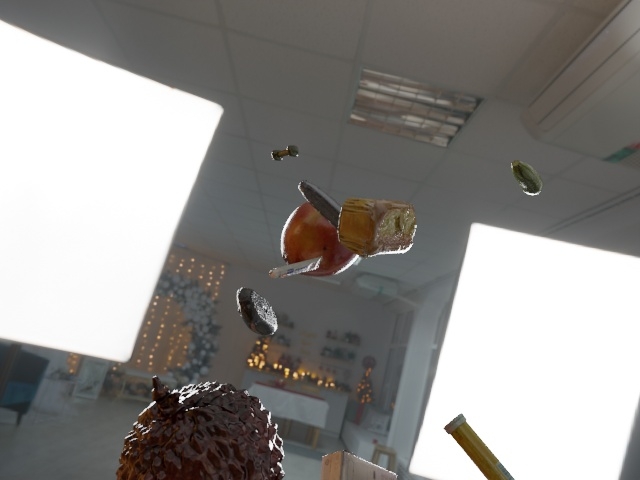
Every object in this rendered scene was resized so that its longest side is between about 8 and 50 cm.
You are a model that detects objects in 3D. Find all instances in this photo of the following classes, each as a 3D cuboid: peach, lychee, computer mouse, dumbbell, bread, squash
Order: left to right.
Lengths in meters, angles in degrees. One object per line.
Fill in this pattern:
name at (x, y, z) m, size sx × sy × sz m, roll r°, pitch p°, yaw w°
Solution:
lychee at (-0.316, 0.563, 1.305) m, size 0.425 × 0.425 × 0.499 m, roll -4°, pitch -59°, yaw 57°
computer mouse at (-0.295, 0.328, 2.238) m, size 0.116 × 0.182 × 0.323 m, roll -28°, pitch -32°, yaw 3°
dumbbell at (-0.137, -0.338, 1.927) m, size 0.052 × 0.046 × 0.118 m, roll -9°, pitch 3°, yaw -43°
peach at (0.000, 0.000, 2.312) m, size 0.389 × 0.387 × 0.388 m, roll 13°, pitch -12°, yaw 3°
bread at (0.162, -0.038, 1.348) m, size 0.120 × 0.152 × 0.288 m, roll 13°, pitch 7°, yaw 33°
squash at (0.637, -0.197, 1.550) m, size 0.066 × 0.066 × 0.201 m, roll 3°, pitch -15°, yaw 42°

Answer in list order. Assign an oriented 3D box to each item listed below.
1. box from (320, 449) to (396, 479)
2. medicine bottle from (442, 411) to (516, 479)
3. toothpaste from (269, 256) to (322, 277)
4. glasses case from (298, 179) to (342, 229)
box at (0.116, 0.775, 1.496) m, size 0.252 × 0.203 × 0.106 m, roll 34°, pitch -50°, yaw -26°
medicine bottle at (0.438, 0.587, 1.380) m, size 0.218 × 0.074 × 0.074 m, roll 50°, pitch 5°, yaw 26°
toothpaste at (-0.075, 0.088, 1.601) m, size 0.218 × 0.052 × 0.033 m, roll -12°, pitch 43°, yaw -47°
glasses case at (0.036, -0.102, 1.682) m, size 0.282 × 0.067 × 0.109 m, roll 45°, pitch 12°, yaw 9°
